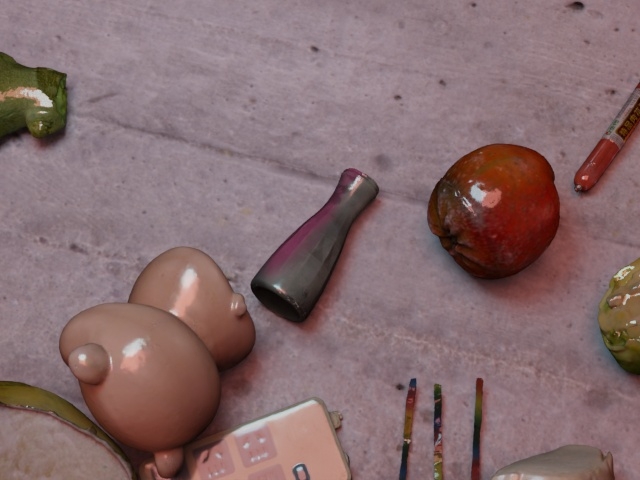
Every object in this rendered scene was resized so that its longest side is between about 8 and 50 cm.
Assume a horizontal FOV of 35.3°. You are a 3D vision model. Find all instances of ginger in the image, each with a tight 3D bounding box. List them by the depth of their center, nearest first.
[{"bbox_3d":[-0.492,-0.209,1.422,0.289,0.089,0.137,18,89,5],"label":"ginger"}]

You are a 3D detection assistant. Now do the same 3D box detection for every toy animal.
[{"bbox_3d":[-0.183,0.133,1.211,0.221,0.229,0.210,-35,115,-8],"label":"toy animal"}]

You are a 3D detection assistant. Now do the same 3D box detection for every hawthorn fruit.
[{"bbox_3d":[0.226,-0.041,1.285,0.172,0.173,0.173,-1,69,2],"label":"hawthorn fruit"}]

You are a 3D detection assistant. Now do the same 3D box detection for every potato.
[{"bbox_3d":[-0.345,0.295,1.175,0.246,0.196,0.300,-41,102,-8],"label":"potato"}]

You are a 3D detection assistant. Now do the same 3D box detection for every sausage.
[{"bbox_3d":[0.419,-0.160,1.392,0.034,0.034,0.253,32,73,14],"label":"sausage"}]

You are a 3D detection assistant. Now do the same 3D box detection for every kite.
[{"bbox_3d":[0.146,0.306,1.230,0.152,0.015,0.286,6,74,3],"label":"kite"}]

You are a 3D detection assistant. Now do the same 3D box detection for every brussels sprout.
[{"bbox_3d":[0.431,0.099,1.247,0.151,0.122,0.149,4,56,41],"label":"brussels sprout"}]

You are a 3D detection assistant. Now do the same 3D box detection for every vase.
[{"bbox_3d":[0.000,0.000,1.325,0.086,0.086,0.214,30,69,13],"label":"vase"}]

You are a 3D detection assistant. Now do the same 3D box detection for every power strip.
[{"bbox_3d":[-0.089,0.287,1.232,0.270,0.046,0.118,-19,69,-6],"label":"power strip"}]

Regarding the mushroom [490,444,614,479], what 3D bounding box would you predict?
[{"bbox_3d":[0.256,0.414,1.112,0.137,0.154,0.407,-7,64,31],"label":"mushroom"}]
